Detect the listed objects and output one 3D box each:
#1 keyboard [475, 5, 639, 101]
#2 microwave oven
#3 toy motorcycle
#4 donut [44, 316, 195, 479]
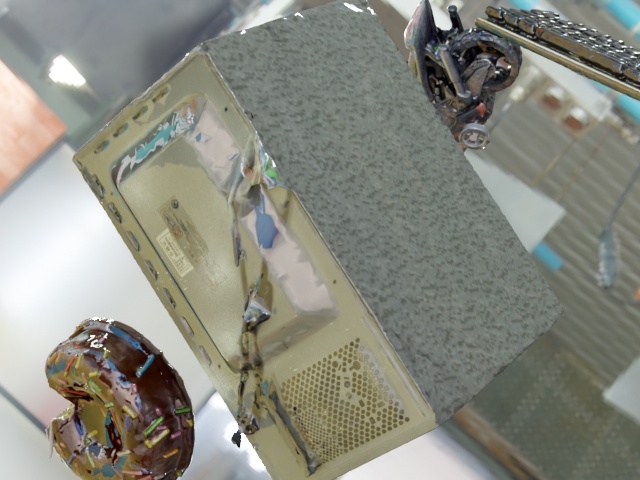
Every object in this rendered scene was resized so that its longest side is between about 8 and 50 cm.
[{"bbox_3d":[0.256,-0.112,0.934,0.317,0.106,0.027,34,-65,40],"label":"keyboard"},{"bbox_3d":[0.000,0.000,1.378,0.236,0.374,0.432,-35,-93,39],"label":"microwave oven"},{"bbox_3d":[0.135,-0.178,1.644,0.173,0.108,0.307,21,-40,-6],"label":"toy motorcycle"},{"bbox_3d":[-0.257,0.219,1.578,0.216,0.096,0.230,40,-52,19],"label":"donut"}]
